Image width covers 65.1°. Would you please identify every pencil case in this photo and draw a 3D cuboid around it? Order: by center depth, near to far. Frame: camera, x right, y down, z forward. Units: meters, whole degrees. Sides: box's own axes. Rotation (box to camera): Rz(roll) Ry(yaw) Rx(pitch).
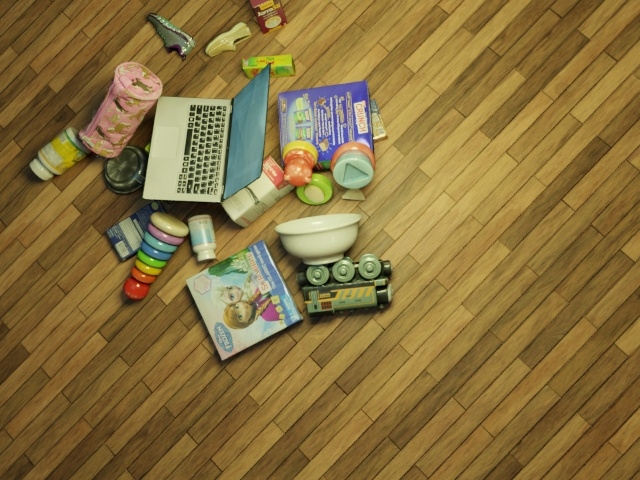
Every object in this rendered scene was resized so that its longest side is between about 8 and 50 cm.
[{"bbox_3d":[-0.696,-0.445,1.738,0.386,0.160,0.167,-35,37,38],"label":"pencil case"}]

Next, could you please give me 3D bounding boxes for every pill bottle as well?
[{"bbox_3d":[-0.424,-0.007,1.813,0.087,0.087,0.160,-13,82,5],"label":"pill bottle"},{"bbox_3d":[-0.988,-0.324,1.902,0.208,0.117,0.118,-37,80,1],"label":"pill bottle"}]

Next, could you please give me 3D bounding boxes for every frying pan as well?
[{"bbox_3d":[-0.705,-0.224,1.878,0.197,0.053,0.326,-32,71,2],"label":"frying pan"}]

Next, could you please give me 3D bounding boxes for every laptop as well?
[{"bbox_3d":[-0.361,-0.335,1.568,0.407,0.236,0.383,3,72,-1],"label":"laptop"}]

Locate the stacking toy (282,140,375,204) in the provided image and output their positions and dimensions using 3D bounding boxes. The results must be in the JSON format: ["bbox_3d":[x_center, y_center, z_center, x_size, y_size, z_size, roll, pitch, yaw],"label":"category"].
[{"bbox_3d":[0.030,-0.188,1.674,0.308,0.280,0.131,-1,51,6],"label":"stacking toy"}]

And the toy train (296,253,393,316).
[{"bbox_3d":[0.087,0.154,1.717,0.333,0.142,0.191,-7,94,4],"label":"toy train"}]

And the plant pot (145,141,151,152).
[{"bbox_3d":[-0.444,-0.300,1.789,0.228,0.227,0.207,36,81,10],"label":"plant pot"}]

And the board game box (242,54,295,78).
[{"bbox_3d":[-0.189,-0.644,1.862,0.181,0.092,0.043,-2,84,6],"label":"board game box"}]

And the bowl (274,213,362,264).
[{"bbox_3d":[0.000,0.000,1.682,0.297,0.298,0.134,-6,101,6],"label":"bowl"}]

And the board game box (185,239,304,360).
[{"bbox_3d":[-0.269,0.209,1.778,0.317,0.066,0.319,-28,81,3],"label":"board game box"}]

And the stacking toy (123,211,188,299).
[{"bbox_3d":[-0.604,0.071,1.794,0.141,0.141,0.331,31,99,9],"label":"stacking toy"}]

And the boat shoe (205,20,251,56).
[{"bbox_3d":[-0.348,-0.753,1.911,0.190,0.068,0.072,-36,92,1],"label":"boat shoe"}]

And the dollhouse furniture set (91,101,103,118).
[{"bbox_3d":[-0.796,-0.553,1.916,0.160,0.101,0.182,2,83,7],"label":"dollhouse furniture set"}]

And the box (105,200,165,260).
[{"bbox_3d":[-0.670,-0.039,1.870,0.225,0.036,0.137,-32,81,1],"label":"box"}]

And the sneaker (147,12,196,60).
[{"bbox_3d":[-0.592,-0.788,1.935,0.223,0.083,0.098,34,93,9],"label":"sneaker"}]

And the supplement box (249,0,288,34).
[{"bbox_3d":[-0.194,-0.853,1.840,0.104,0.188,0.081,-23,81,3],"label":"supplement box"}]

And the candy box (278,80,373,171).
[{"bbox_3d":[0.024,-0.389,1.747,0.316,0.122,0.269,-4,83,12],"label":"candy box"}]

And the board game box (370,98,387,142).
[{"bbox_3d":[0.129,-0.412,1.820,0.193,0.045,0.147,-17,82,4],"label":"board game box"}]

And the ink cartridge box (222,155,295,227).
[{"bbox_3d":[-0.222,-0.165,1.766,0.237,0.172,0.100,-40,80,1],"label":"ink cartridge box"}]
